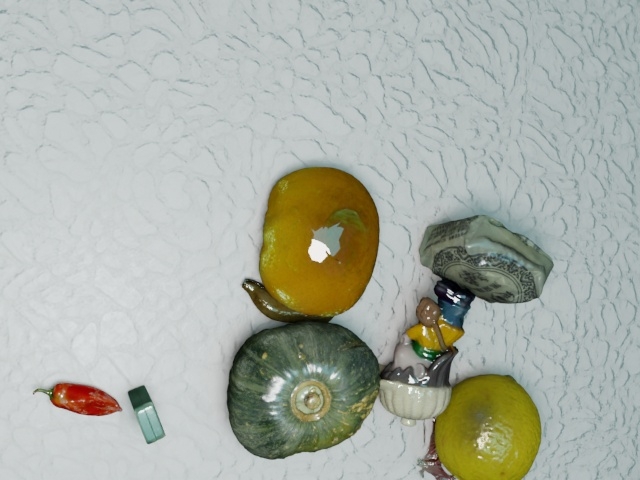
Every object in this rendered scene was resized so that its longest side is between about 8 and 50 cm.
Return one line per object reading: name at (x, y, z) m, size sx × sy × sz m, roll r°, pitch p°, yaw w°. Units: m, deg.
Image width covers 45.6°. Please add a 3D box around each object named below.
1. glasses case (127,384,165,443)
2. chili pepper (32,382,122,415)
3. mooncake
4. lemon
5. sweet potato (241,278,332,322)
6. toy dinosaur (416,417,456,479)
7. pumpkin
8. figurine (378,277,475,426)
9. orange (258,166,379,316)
glasses case at (-0.352, 0.348, 1.533) m, size 0.039 × 0.184 × 0.078 m, roll -21°, pitch 97°, yaw -17°
chili pepper at (-0.493, 0.323, 1.554) m, size 0.191 × 0.050 × 0.059 m, roll 23°, pitch 79°, yaw -31°
mooncake at (0.377, 0.052, 1.770) m, size 0.250 × 0.254 × 0.136 m, roll 31°, pitch 68°, yaw -15°
lemon at (0.388, 0.446, 1.773) m, size 0.267 × 0.267 × 0.268 m, roll 0°, pitch 90°, yaw -20°
sweet potato at (-0.069, 0.146, 1.706) m, size 0.232 × 0.062 × 0.081 m, roll 13°, pitch 66°, yaw -17°
toy dinosaur at (0.285, 0.532, 1.849) m, size 0.108 × 0.032 × 0.220 m, roll -10°, pitch 91°, yaw -17°
pumpkin at (-0.035, 0.314, 1.610) m, size 0.327 × 0.257 × 0.292 m, roll 3°, pitch 101°, yaw -18°
figurine at (0.252, 0.262, 1.726) m, size 0.204 × 0.185 × 0.332 m, roll 44°, pitch 104°, yaw 16°
orange at (0.002, -0.002, 1.665) m, size 0.262 × 0.196 × 0.335 m, roll 13°, pitch 85°, yaw -8°
